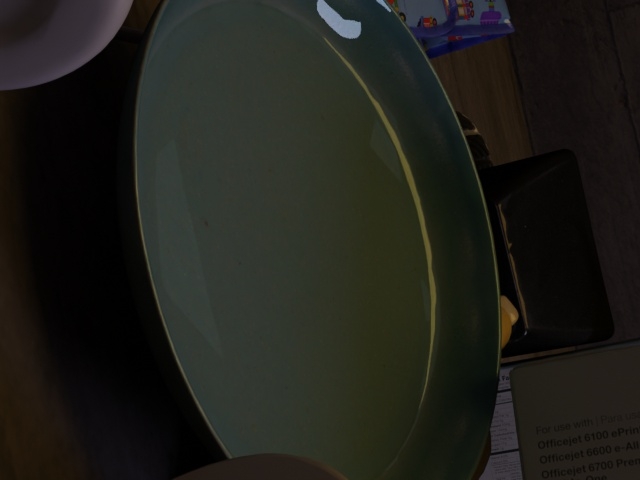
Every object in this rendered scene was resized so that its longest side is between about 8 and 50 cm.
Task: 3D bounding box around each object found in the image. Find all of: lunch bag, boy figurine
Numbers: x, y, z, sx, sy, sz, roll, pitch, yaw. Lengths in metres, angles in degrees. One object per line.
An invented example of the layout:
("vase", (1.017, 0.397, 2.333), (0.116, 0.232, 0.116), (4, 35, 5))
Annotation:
("lunch bag", (0.058, -0.294, 1.289), (0.293, 0.138, 0.221), (-15, 91, -61))
("boy figurine", (0.072, 0.109, 0.874), (0.092, 0.177, 0.285), (41, 2, 4))

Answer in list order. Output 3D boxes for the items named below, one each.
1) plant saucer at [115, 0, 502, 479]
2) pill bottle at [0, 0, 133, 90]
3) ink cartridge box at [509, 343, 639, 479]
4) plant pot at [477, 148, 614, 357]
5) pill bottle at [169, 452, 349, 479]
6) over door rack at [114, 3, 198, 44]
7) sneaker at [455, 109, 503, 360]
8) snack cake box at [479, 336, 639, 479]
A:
("plant saucer", (0.000, 0.000, 0.672), (0.317, 0.044, 0.317), (26, 57, -49))
("pill bottle", (-0.116, -0.167, 0.493), (0.216, 0.121, 0.121), (-87, 159, -43))
("ink cartridge box", (0.218, 0.231, 0.759), (0.223, 0.129, 0.307), (35, 46, -57))
("plant pot", (0.144, 0.029, 1.206), (0.167, 0.187, 0.188), (-14, 91, -62))
("pill bottle", (0.006, 0.236, 0.522), (0.160, 0.160, 0.283), (-75, 146, -60))
("over door rack", (-0.068, -0.227, 0.791), (0.239, 0.108, 0.324), (36, 58, -67))
("sneaker", (0.135, 0.003, 1.379), (0.118, 0.107, 0.279), (116, -34, -84))
("snack cake box", (0.238, 0.179, 1.227), (0.089, 0.264, 0.152), (8, 71, -74))
